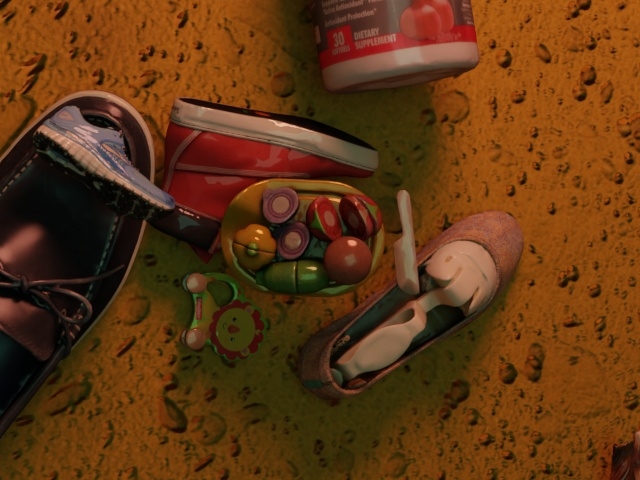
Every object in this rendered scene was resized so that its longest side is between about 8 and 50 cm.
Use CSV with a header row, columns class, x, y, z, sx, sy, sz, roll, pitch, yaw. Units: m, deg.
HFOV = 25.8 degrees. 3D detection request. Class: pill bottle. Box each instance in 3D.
class,x,y,z,sx,sy,sz,roll,pitch,yaw
pill bottle,0.065,-0.330,1.533,0.176,0.176,0.318,-10,91,-11

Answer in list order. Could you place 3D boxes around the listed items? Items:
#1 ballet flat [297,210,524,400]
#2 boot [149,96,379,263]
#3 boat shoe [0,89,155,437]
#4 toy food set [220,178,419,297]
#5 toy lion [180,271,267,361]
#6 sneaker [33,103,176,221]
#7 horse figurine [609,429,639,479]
class,x,y,z,sx,sy,sz,roll,pitch,yaw
ballet flat,0.117,0.078,1.573,0.316,0.106,0.107,-39,97,-9
boot,-0.063,-0.053,1.561,0.244,0.088,0.176,8,103,-19
boat shoe,-0.326,0.064,1.464,0.187,0.156,0.500,33,81,-8
toy food set,0.000,0.000,1.487,0.218,0.071,0.128,1,94,0
toy lion,-0.107,0.086,1.570,0.096,0.034,0.100,1,89,-18
sneaker,-0.211,-0.083,1.438,0.162,0.063,0.073,38,60,-13
horse figurine,0.439,0.320,1.654,0.263,0.066,0.174,20,80,-12
